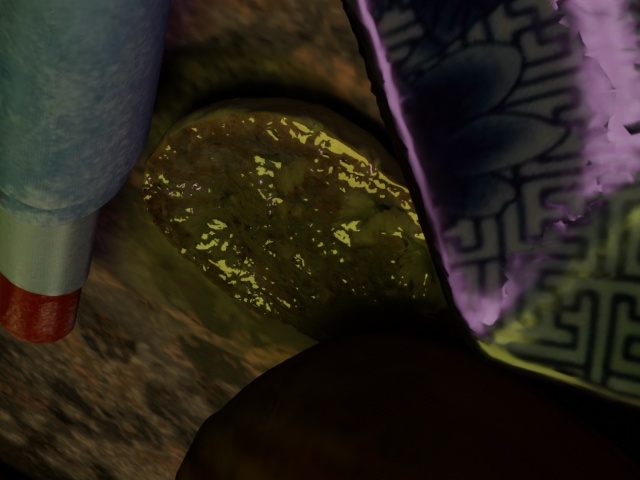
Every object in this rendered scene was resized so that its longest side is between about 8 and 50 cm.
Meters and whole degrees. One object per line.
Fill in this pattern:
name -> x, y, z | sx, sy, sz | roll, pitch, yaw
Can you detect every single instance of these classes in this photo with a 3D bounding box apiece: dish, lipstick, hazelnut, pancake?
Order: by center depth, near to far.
dish -> 0.097, -0.054, 0.321 | 0.182, 0.080, 0.243 | 15, 145, 34
pancake -> 0.000, 0.000, 0.553 | 0.139, 0.022, 0.139 | 22, 147, 16
hazelnut -> 0.045, 0.134, 0.555 | 0.186, 0.210, 0.210 | 6, 159, -23
lipstick -> -0.096, -0.032, 0.564 | 0.061, 0.068, 0.274 | 33, 148, 6

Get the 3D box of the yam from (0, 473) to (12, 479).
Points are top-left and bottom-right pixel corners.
yam -> -0.230, 0.160, 0.995 | 0.241, 0.057, 0.057 | 25, 148, 17
